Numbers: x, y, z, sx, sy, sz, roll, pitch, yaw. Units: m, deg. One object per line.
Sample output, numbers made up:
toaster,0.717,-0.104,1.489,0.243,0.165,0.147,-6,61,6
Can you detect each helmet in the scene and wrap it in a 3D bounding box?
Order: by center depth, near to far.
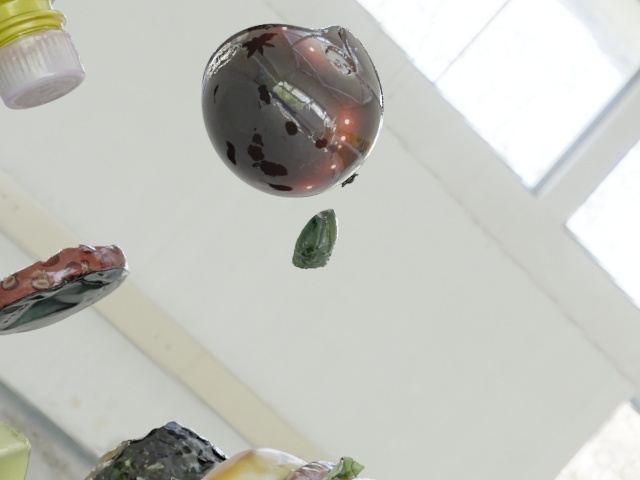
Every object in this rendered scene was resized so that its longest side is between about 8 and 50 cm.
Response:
helmet,-0.032,-0.146,1.427,0.216,0.189,0.193,37,34,-26

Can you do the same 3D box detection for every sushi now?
sushi,-0.221,0.363,1.395,0.171,0.350,0.211,38,3,22

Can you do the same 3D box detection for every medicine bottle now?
medicine bottle,-0.255,-0.211,0.982,0.122,0.122,0.212,92,-26,-84

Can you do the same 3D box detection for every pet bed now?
pet bed,-0.319,0.060,1.495,0.201,0.201,0.053,81,-15,-82

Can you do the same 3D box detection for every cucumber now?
cucumber,0.000,0.000,1.794,0.035,0.067,0.107,57,-27,27

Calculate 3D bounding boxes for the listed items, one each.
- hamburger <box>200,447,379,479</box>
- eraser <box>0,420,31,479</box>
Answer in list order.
hamburger,-0.006,0.247,0.741,0.170,0.246,0.246,13,-14,17
eraser,-0.360,0.202,1.126,0.117,0.058,0.172,24,20,26
